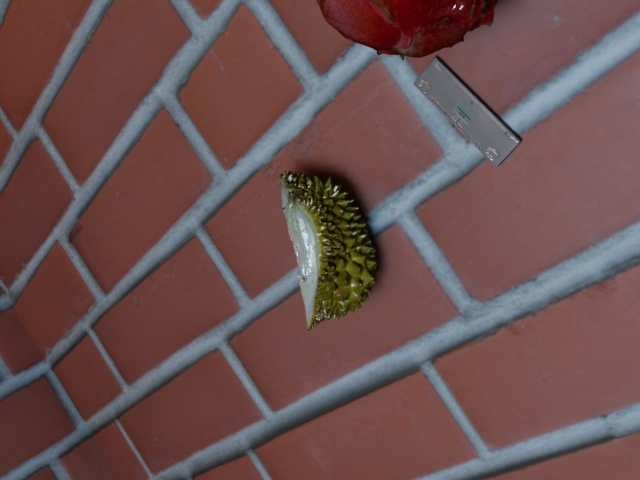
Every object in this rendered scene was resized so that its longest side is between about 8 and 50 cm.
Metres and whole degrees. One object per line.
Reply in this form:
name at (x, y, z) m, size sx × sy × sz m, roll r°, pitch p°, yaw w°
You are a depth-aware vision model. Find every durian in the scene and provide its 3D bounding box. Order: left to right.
durian at (0.010, -0.002, 1.188) m, size 0.138 × 0.183 × 0.249 m, roll -16°, pitch 97°, yaw 6°

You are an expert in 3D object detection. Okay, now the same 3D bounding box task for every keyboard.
keyboard at (0.198, -0.174, 1.024) m, size 0.166 × 0.017 × 0.055 m, roll 48°, pitch 128°, yaw 12°

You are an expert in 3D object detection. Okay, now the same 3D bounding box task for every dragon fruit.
dragon fruit at (0.105, -0.333, 0.887) m, size 0.252 × 0.241 × 0.241 m, roll 50°, pitch 133°, yaw 15°
